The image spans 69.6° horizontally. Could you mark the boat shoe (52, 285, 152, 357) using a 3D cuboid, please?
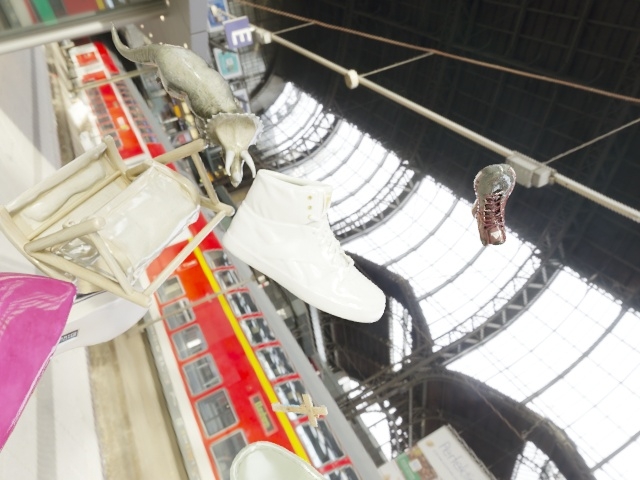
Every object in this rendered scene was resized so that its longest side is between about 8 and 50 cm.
[{"bbox_3d":[-0.498,0.126,0.874,0.158,0.340,0.127,36,-67,18],"label":"boat shoe"}]

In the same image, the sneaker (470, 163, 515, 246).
[{"bbox_3d":[0.482,-0.076,1.258,0.281,0.106,0.162,63,23,-61],"label":"sneaker"}]

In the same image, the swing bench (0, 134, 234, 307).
[{"bbox_3d":[-0.334,-0.048,0.775,0.254,0.253,0.165,7,-49,27],"label":"swing bench"}]

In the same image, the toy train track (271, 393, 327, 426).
[{"bbox_3d":[-0.027,0.224,0.618,0.083,0.014,0.048,-7,-77,28],"label":"toy train track"}]

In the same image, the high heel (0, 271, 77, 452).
[{"bbox_3d":[-0.225,0.211,0.294,0.127,0.181,0.377,-5,-88,46],"label":"high heel"}]

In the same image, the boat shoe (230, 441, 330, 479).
[{"bbox_3d":[0.013,0.275,0.420,0.227,0.081,0.069,28,-51,22],"label":"boat shoe"}]

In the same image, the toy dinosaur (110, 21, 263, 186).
[{"bbox_3d":[-0.190,-0.238,0.726,0.313,0.121,0.160,54,-15,-13],"label":"toy dinosaur"}]

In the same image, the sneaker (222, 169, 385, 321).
[{"bbox_3d":[0.000,0.000,0.734,0.292,0.169,0.108,29,20,2],"label":"sneaker"}]
